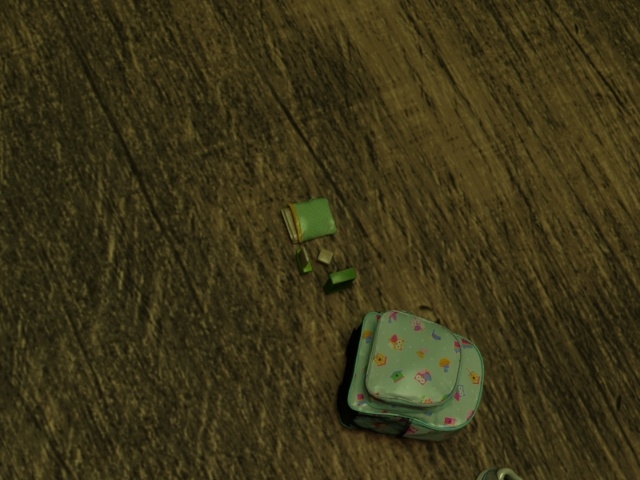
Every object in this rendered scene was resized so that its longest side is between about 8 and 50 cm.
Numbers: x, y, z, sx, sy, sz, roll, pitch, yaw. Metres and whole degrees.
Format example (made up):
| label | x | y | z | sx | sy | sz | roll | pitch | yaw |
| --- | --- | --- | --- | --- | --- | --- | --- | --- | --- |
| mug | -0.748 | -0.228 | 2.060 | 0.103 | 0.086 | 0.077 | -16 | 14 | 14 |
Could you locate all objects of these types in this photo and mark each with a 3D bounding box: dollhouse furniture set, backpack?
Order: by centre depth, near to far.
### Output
| label | x | y | z | sx | sy | sz | roll | pitch | yaw |
| --- | --- | --- | --- | --- | --- | --- | --- | --- | --- |
| backpack | 0.134 | 0.190 | 1.799 | 0.188 | 0.144 | 0.166 | 17 | 61 | -9 |
| dollhouse furniture set | 0.000 | 0.000 | 1.884 | 0.076 | 0.058 | 0.151 | -14 | 73 | -18 |

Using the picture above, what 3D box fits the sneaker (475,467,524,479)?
| label | x | y | z | sx | sy | sz | roll | pitch | yaw |
| --- | --- | --- | --- | --- | --- | --- | --- | --- | --- |
| sneaker | 0.296 | 0.389 | 1.791 | 0.191 | 0.083 | 0.071 | 45 | 65 | 5 |
